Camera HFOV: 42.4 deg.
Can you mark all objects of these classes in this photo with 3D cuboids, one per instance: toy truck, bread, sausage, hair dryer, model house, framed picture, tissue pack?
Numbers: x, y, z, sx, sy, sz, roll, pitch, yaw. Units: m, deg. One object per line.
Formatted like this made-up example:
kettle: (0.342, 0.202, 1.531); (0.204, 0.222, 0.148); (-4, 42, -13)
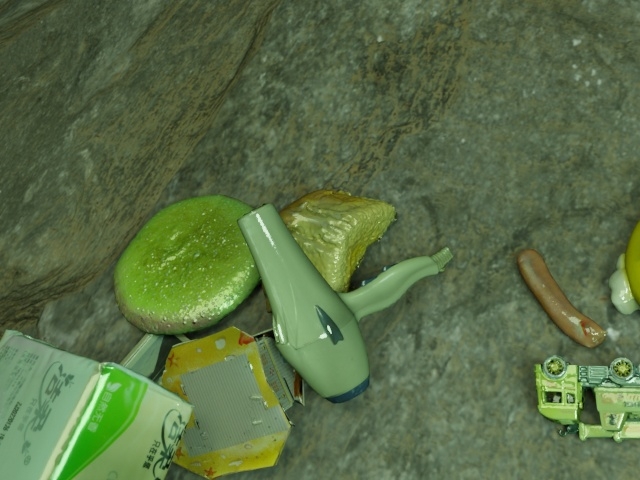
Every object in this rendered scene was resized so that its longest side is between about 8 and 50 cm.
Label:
toy truck: (0.355, 0.200, 1.033); (0.169, 0.077, 0.100); (-2, 70, 20)
bread: (-0.006, 0.001, 1.300); (0.174, 0.133, 0.251); (20, 67, 32)
sausage: (0.329, 0.080, 1.149); (0.047, 0.040, 0.176); (-27, 50, -3)
bread: (-0.224, 0.036, 1.427); (0.302, 0.045, 0.301); (-11, 51, 15)
hair dryer: (0.015, 0.039, 1.186); (0.298, 0.296, 0.119); (-52, 15, -20)
model house: (-0.125, 0.227, 1.224); (0.219, 0.136, 0.207); (-24, 89, 26)
framed picture: (-0.281, 0.237, 1.339); (0.150, 0.015, 0.203); (31, 74, 37)
tissue pack: (-0.389, 0.354, 1.124); (0.332, 0.205, 0.404); (4, 65, 46)

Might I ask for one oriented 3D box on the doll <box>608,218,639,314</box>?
doll: (0.508, 0.030, 1.060); (0.252, 0.111, 0.237); (-49, 36, -11)
